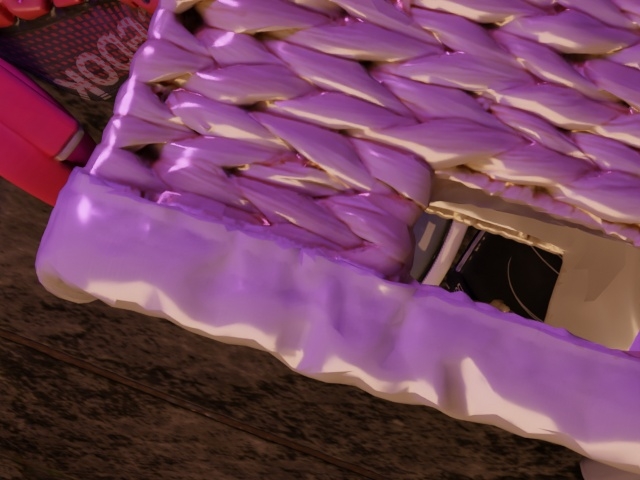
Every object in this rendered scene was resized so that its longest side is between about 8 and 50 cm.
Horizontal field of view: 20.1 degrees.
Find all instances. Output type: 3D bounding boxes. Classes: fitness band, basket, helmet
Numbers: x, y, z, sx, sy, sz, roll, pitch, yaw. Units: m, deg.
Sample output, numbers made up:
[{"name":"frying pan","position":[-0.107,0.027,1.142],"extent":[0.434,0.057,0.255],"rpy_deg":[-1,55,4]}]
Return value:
[{"name":"fitness band","position":[-0.243,-0.119,1.089],"extent":[0.291,0.054,0.209],"rpy_deg":[38,-178,-33]},{"name":"basket","position":[0.096,-0.057,0.740],"extent":[0.328,0.266,0.331],"rpy_deg":[18,-179,0]},{"name":"helmet","position":[0.176,0.020,1.087],"extent":[0.161,0.169,0.169],"rpy_deg":[35,153,5]}]

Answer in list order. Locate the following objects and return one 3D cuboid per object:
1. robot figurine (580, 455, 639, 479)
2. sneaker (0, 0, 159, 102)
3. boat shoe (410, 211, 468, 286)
[{"name":"robot figurine","position":[0.326,0.259,1.375],"extent":[0.300,0.200,0.353],"rpy_deg":[51,148,-3]},{"name":"sneaker","position":[-0.093,-0.139,1.011],"extent":[0.276,0.097,0.135],"rpy_deg":[2,148,33]},{"name":"boat shoe","position":[0.000,0.000,1.194],"extent":[0.099,0.116,0.319],"rpy_deg":[23,158,-18]}]
